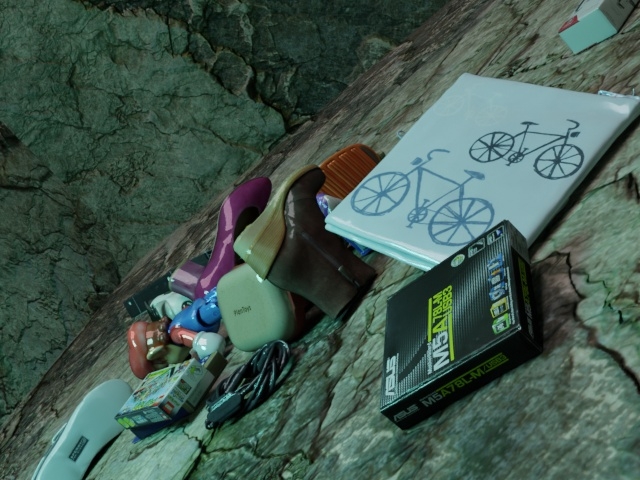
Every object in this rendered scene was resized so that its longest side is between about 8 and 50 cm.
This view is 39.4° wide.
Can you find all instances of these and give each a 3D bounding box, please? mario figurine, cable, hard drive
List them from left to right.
[{"bbox_3d":[-0.355,0.100,2.384,0.237,0.064,0.339,-29,-1,-42],"label":"hard drive"},{"bbox_3d":[-0.248,0.194,1.821,0.320,0.170,0.198,-34,-17,15],"label":"mario figurine"},{"bbox_3d":[-0.109,0.222,1.418,0.184,0.047,0.150,-42,7,18],"label":"cable"}]

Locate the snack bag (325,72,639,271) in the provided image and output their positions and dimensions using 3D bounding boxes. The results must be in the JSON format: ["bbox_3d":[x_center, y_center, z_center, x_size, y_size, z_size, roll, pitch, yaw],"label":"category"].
[{"bbox_3d":[0.209,-0.097,1.195,0.342,0.037,0.323,-48,39,-18],"label":"snack bag"}]

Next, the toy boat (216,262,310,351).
[{"bbox_3d":[-0.078,0.103,1.551,0.151,0.151,0.231,-15,-6,-35],"label":"toy boat"}]

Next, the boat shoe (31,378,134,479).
[{"bbox_3d":[-0.498,0.418,1.852,0.102,0.108,0.301,-27,27,48],"label":"boat shoe"}]

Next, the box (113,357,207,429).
[{"bbox_3d":[-0.293,0.282,1.626,0.207,0.036,0.114,-25,24,52],"label":"box"}]

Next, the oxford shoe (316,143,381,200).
[{"bbox_3d":[-0.004,-0.058,1.820,0.364,0.130,0.132,-50,8,-28],"label":"oxford shoe"}]

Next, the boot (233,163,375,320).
[{"bbox_3d":[0.000,0.000,1.453,0.248,0.207,0.090,-52,-9,-38],"label":"boot"}]

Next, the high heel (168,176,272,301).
[{"bbox_3d":[-0.173,0.013,2.060,0.377,0.181,0.127,-57,-28,-24],"label":"high heel"}]

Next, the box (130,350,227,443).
[{"bbox_3d":[-0.280,0.301,1.696,0.225,0.036,0.136,-34,15,40],"label":"box"}]

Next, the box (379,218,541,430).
[{"bbox_3d":[0.147,0.088,0.968,0.184,0.045,0.191,-34,25,28],"label":"box"}]

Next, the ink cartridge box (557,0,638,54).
[{"bbox_3d":[0.488,-0.398,1.549,0.135,0.056,0.099,-51,14,-30],"label":"ink cartridge box"}]

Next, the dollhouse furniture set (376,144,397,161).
[{"bbox_3d":[0.152,-0.166,1.920,0.151,0.059,0.076,-11,22,33],"label":"dollhouse furniture set"}]

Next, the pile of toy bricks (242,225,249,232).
[{"bbox_3d":[-0.057,-0.020,1.959,0.212,0.118,0.105,-32,35,-27],"label":"pile of toy bricks"}]

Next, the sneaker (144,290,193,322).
[{"bbox_3d":[-0.337,0.173,2.171,0.146,0.122,0.330,-28,6,-18],"label":"sneaker"}]

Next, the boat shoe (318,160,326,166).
[{"bbox_3d":[-0.029,-0.134,2.248,0.227,0.079,0.081,-30,13,36],"label":"boat shoe"}]

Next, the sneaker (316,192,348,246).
[{"bbox_3d":[0.017,-0.026,1.636,0.068,0.071,0.170,-41,-29,-30],"label":"sneaker"}]

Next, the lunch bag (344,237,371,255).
[{"bbox_3d":[0.107,-0.057,1.513,0.129,0.096,0.151,-51,3,-23],"label":"lunch bag"}]
